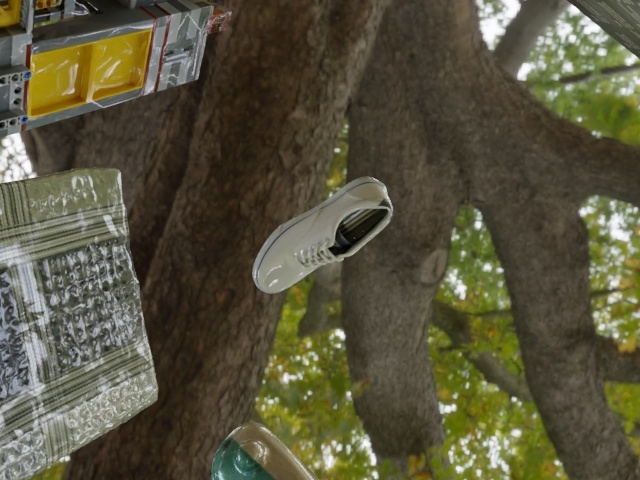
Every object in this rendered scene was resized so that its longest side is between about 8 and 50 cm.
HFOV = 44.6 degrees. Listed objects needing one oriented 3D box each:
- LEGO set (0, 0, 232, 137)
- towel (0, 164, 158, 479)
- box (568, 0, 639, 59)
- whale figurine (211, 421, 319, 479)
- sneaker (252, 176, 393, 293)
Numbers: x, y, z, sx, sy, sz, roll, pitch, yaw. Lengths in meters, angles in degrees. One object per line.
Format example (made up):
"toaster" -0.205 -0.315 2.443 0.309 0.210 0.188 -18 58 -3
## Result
"LEGO set" -0.169 -0.209 0.385 0.331 0.255 0.192 32 -141 25
"towel" -0.307 0.089 0.830 0.056 0.312 0.324 -3 -171 28
"box" 0.254 -0.225 0.457 0.307 0.242 0.076 10 -164 -47
"whale figurine" -0.073 0.400 1.212 0.141 0.216 0.272 -45 -148 -13
"sneaker" 0.000 0.000 1.210 0.258 0.094 0.091 -40 -151 9
